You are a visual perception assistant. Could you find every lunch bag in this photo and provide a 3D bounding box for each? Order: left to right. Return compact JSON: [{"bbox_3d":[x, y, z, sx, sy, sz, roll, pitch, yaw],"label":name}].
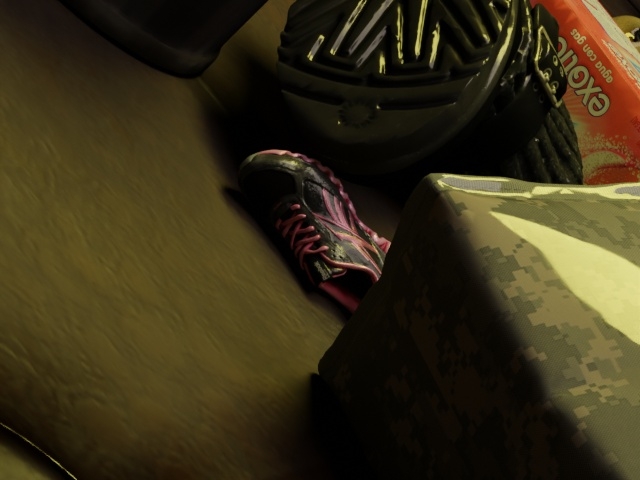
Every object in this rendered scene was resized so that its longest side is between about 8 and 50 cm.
[{"bbox_3d":[0.181,0.095,0.961,0.287,0.169,0.235,0,44,-32],"label":"lunch bag"}]

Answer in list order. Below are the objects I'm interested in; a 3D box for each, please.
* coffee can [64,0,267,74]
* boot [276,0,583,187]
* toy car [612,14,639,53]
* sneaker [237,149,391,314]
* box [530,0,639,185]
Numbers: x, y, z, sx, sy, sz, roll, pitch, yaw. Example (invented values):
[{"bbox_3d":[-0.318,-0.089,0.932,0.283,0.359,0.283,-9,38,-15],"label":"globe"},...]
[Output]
[{"bbox_3d":[-0.047,-0.263,1.146,0.201,0.275,0.201,41,18,-17],"label":"coffee can"},{"bbox_3d":[0.085,-0.081,1.261,0.348,0.131,0.260,-66,152,-46],"label":"boot"},{"bbox_3d":[0.245,-0.169,1.771,0.149,0.188,0.155,49,17,5],"label":"toy car"},{"bbox_3d":[0.000,0.000,1.081,0.119,0.047,0.057,42,29,-11],"label":"sneaker"},{"bbox_3d":[0.206,-0.083,1.568,0.154,0.142,0.300,24,29,-52],"label":"box"}]
